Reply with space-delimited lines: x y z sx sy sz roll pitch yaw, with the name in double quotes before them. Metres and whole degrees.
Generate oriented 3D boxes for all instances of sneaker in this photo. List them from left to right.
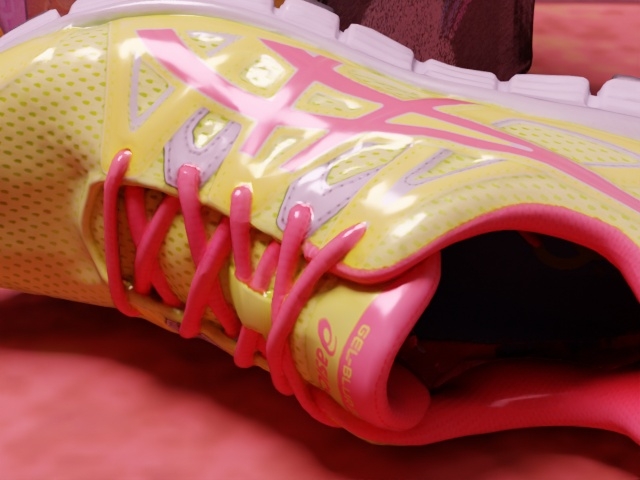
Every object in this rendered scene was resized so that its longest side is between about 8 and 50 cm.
"sneaker" 0.000 0.000 0.393 0.208 0.081 0.094 5 34 8

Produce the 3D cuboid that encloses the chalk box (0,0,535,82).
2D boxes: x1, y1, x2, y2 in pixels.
"chalk box" -0.021 -0.132 0.480 0.132 0.213 0.132 18 35 27
